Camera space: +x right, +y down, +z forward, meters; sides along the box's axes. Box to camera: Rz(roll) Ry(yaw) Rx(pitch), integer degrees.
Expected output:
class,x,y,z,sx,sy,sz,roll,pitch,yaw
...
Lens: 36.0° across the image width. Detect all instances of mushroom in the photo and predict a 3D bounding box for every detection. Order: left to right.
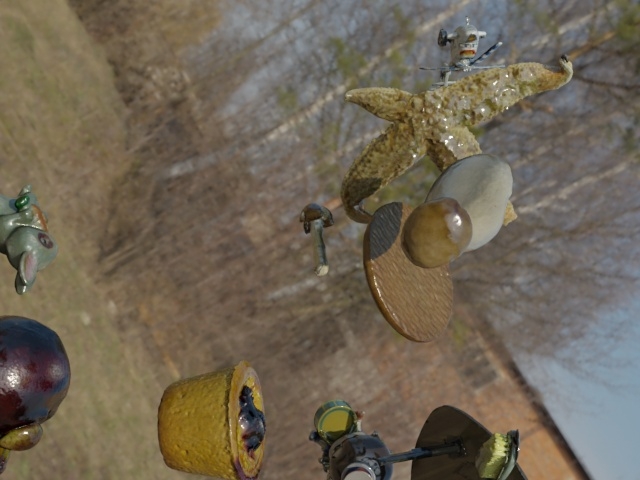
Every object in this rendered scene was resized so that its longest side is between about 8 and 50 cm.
class,x,y,z,sx,sy,sz,roll,pitch,yaw
mushroom,0.000,0.000,1.760,0.187,0.061,0.060,-101,170,-49
mushroom,0.214,-0.049,1.491,0.128,0.128,0.350,61,28,-5

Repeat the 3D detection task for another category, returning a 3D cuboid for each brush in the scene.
class,x,y,z,sx,sy,sz,roll,pitch,yaw
brush,0.303,0.415,1.782,0.296,0.060,0.068,94,3,-56

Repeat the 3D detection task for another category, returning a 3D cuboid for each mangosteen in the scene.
class,x,y,z,sx,sy,sz,roll,pitch,yaw
mangosteen,-0.659,0.298,2.059,0.293,0.297,0.297,48,-6,14

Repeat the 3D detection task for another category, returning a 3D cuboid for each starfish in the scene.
class,x,y,z,sx,sy,sz,roll,pitch,yaw
starfish,0.247,-0.169,1.818,0.082,0.432,0.323,-92,178,-74

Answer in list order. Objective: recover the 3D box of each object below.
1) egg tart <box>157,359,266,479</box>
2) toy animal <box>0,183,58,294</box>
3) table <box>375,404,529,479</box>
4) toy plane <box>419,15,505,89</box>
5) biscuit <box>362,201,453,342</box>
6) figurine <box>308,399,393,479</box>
class,x,y,z,sx,sy,sz,roll,pitch,yaw
egg tart,-0.178,0.315,1.705,0.215,0.171,0.215,-4,90,-78
toy animal,-0.517,0.003,1.718,0.236,0.108,0.138,56,-45,28
table,0.218,0.504,1.917,0.249,0.317,0.317,-15,70,-50
toy plane,0.311,-0.408,2.169,0.273,0.182,0.107,15,69,-77
biscuit,0.154,0.056,1.757,0.262,0.037,0.261,24,58,-44
figurine,0.072,0.472,2.168,0.275,0.161,0.158,42,-23,62
